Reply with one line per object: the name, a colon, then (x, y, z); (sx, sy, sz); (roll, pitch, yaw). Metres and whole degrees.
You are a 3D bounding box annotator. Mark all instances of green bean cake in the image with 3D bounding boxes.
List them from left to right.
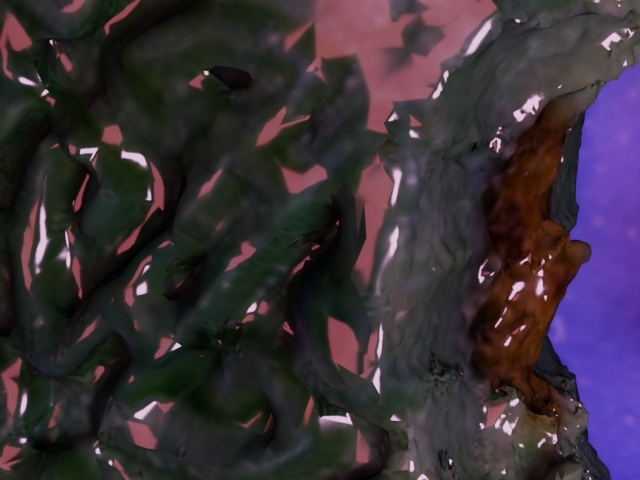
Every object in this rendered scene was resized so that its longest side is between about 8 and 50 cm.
green bean cake: (0.000, 0.000, 0.625); (0.300, 0.169, 0.308); (49, 113, 14)
